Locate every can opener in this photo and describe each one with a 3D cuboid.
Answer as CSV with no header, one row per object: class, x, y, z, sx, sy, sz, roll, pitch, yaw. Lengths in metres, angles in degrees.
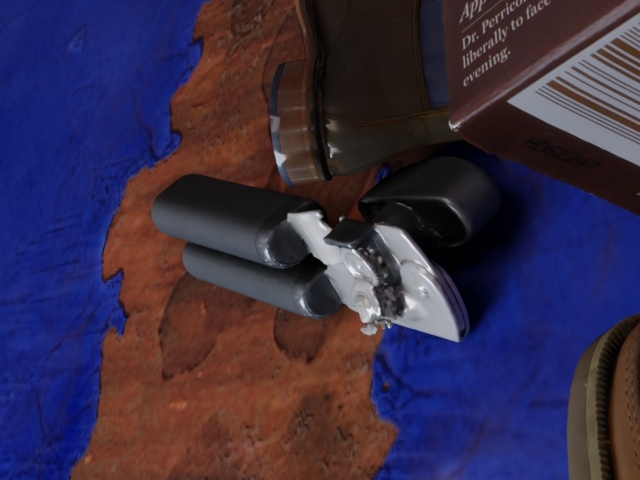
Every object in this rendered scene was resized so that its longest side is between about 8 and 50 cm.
can opener,0.000,0.000,0.868,0.093,0.074,0.280,-43,26,-24

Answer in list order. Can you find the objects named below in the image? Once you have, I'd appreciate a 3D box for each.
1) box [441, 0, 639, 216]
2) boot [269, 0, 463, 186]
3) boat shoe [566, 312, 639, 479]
box,0.158,-0.133,0.596,0.168,0.167,0.203,-33,47,44
boot,0.040,-0.104,0.867,0.106,0.082,0.219,-5,37,12
boat shoe,0.156,0.133,0.360,0.104,0.110,0.307,-51,48,44
